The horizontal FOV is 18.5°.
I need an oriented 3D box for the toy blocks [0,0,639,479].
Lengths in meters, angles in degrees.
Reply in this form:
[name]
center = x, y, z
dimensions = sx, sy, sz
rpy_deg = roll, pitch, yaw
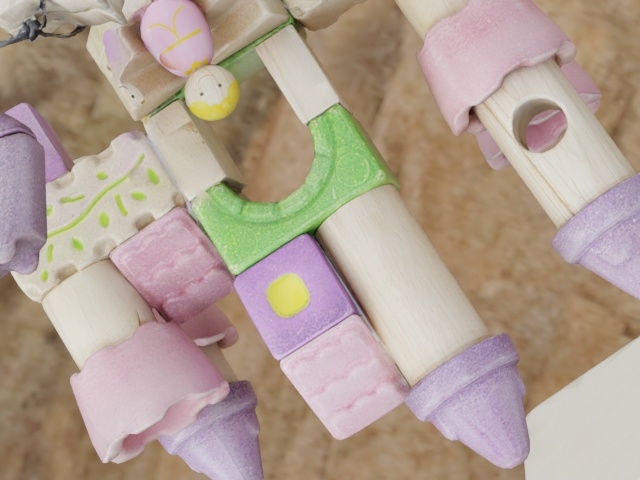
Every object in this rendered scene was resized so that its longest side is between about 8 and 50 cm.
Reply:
[toy blocks]
center = 0.000, 0.000, 0.851
dimensions = 0.288, 0.309, 0.260
rpy_deg = -33, 77, 5

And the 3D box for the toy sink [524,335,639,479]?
[toy sink]
center = 0.291, 0.166, 1.552
dimensions = 0.234, 0.131, 0.153
rpy_deg = -38, 28, 27
